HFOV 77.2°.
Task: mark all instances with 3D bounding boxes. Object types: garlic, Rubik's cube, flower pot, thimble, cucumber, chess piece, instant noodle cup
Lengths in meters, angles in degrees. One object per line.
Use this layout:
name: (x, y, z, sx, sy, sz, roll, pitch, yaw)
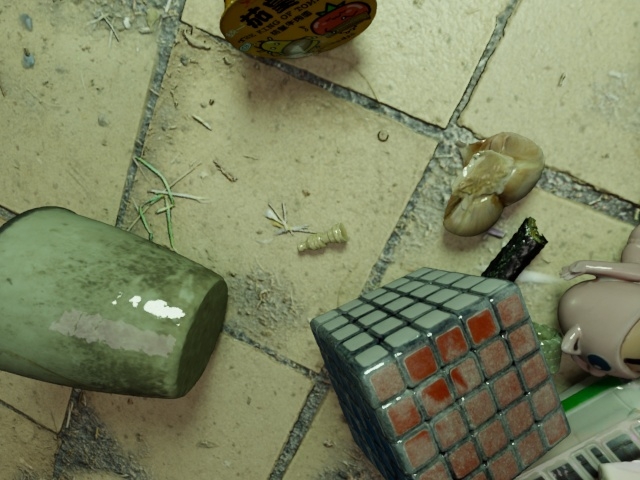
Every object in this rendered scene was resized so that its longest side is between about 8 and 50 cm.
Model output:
garlic: (0.248, -0.085, 0.607, 0.124, 0.099, 0.174, 27, 113, -15)
Rubik's cube: (0.150, 0.192, 0.577, 0.238, 0.237, 0.237, -24, 100, -16)
flower pot: (-0.353, 0.120, 0.702, 0.331, 0.293, 0.293, 15, 106, 2)
thimble: (0.326, 0.171, 0.647, 0.110, 0.084, 0.062, 2, 103, 16)
cucumber: (0.296, 0.047, 0.645, 0.053, 0.053, 0.181, 32, 110, 4)
chess piece: (0.000, 0.000, 0.711, 0.092, 0.035, 0.035, -20, 98, 20)
instant noodle cup: (-0.041, -0.375, 0.547, 0.216, 0.216, 0.172, -9, 92, 15)

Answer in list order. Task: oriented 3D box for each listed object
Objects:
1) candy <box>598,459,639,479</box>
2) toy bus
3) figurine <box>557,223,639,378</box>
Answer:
candy: (0.491, 0.344, 0.464, 0.265, 0.155, 0.115, -10, 94, 13)
toy bus: (0.431, 0.331, 0.632, 0.305, 0.143, 0.179, -42, 90, 19)
figurine: (0.464, 0.072, 0.553, 0.176, 0.186, 0.287, 37, 92, -26)
